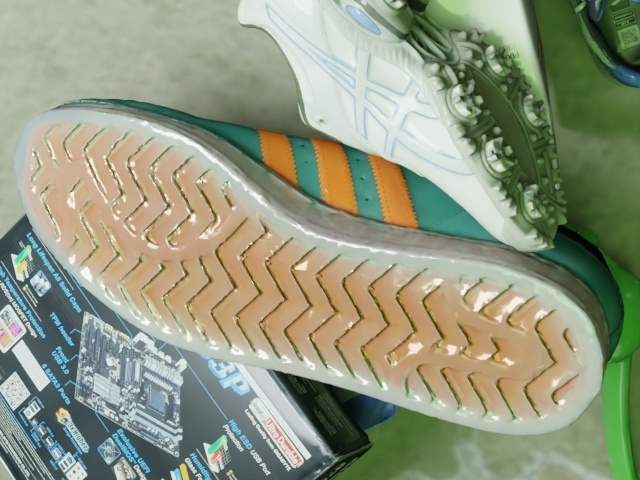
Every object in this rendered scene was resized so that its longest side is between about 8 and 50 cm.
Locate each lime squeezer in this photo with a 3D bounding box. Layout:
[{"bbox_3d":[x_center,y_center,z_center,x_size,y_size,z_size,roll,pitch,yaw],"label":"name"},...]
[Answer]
[{"bbox_3d":[0.112,0.024,0.700,0.310,0.059,0.110,44,142,-10],"label":"lime squeezer"}]

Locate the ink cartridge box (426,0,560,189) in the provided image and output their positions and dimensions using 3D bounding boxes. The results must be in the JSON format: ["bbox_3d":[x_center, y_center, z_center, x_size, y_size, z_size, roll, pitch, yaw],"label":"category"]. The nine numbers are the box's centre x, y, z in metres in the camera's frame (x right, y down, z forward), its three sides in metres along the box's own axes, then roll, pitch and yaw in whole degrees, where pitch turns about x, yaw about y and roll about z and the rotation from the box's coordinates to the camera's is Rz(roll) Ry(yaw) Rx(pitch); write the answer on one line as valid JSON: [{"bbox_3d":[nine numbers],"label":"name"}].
[{"bbox_3d":[0.064,-0.124,0.603,0.067,0.115,0.198,-13,108,14],"label":"ink cartridge box"}]

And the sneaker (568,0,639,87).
[{"bbox_3d":[0.141,-0.135,0.621,0.052,0.058,0.135,-28,104,17],"label":"sneaker"}]

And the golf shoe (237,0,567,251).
[{"bbox_3d":[0.036,-0.061,0.547,0.086,0.069,0.176,-32,98,40],"label":"golf shoe"}]

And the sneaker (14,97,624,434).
[{"bbox_3d":[0.000,0.000,0.621,0.302,0.121,0.108,21,115,12],"label":"sneaker"}]

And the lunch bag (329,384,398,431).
[{"bbox_3d":[-0.005,0.081,0.720,0.098,0.065,0.067,-28,105,16],"label":"lunch bag"}]

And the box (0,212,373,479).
[{"bbox_3d":[-0.105,0.079,0.696,0.175,0.051,0.220,-42,76,20],"label":"box"}]
